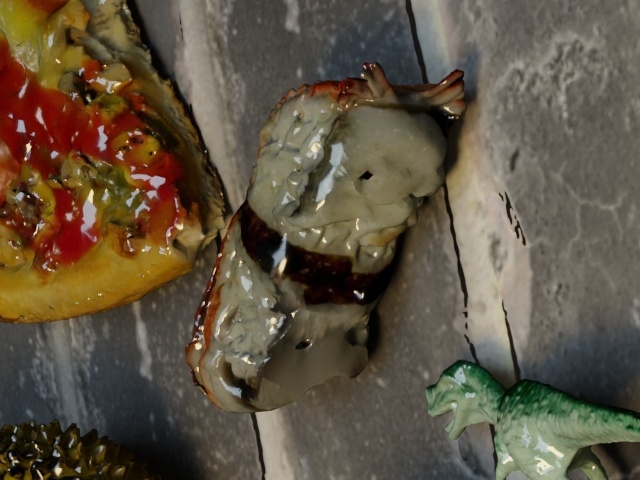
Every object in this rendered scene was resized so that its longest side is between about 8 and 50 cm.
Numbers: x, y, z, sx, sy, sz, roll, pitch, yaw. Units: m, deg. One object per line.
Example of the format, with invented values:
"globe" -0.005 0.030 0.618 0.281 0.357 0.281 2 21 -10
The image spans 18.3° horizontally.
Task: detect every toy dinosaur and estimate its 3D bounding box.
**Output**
"toy dinosaur" 0.182 0.157 1.318 0.383 0.076 0.129 5 125 64

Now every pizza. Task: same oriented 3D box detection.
"pizza" -0.269 -0.129 1.780 0.440 0.130 0.406 -5 89 44

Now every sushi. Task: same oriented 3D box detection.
"sushi" 0.000 0.000 1.517 0.130 0.124 0.332 45 121 47

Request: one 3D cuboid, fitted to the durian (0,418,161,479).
"durian" -0.220 0.277 1.666 0.292 0.258 0.258 5 93 35
